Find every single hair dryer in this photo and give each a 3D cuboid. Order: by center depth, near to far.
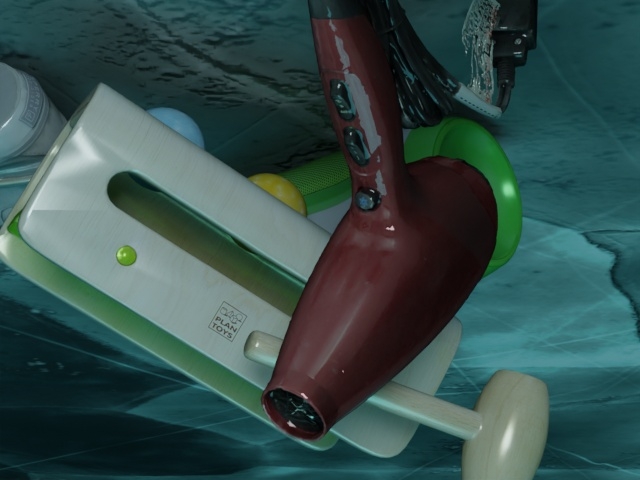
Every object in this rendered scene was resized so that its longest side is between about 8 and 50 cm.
[{"bbox_3d":[0.020,-0.043,0.653,0.080,0.294,0.223,2,168,39],"label":"hair dryer"}]

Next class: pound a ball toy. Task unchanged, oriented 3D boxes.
[{"bbox_3d":[-0.020,0.026,0.780,0.319,0.136,0.208,33,164,-14],"label":"pound a ball toy"}]

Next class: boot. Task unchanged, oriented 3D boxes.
[{"bbox_3d":[-0.287,-0.045,0.898,0.258,0.095,0.123,-7,151,17],"label":"boot"}]

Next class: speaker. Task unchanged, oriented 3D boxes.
[{"bbox_3d":[0.000,0.000,0.967,0.296,0.131,0.131,-17,153,39],"label":"speaker"}]
